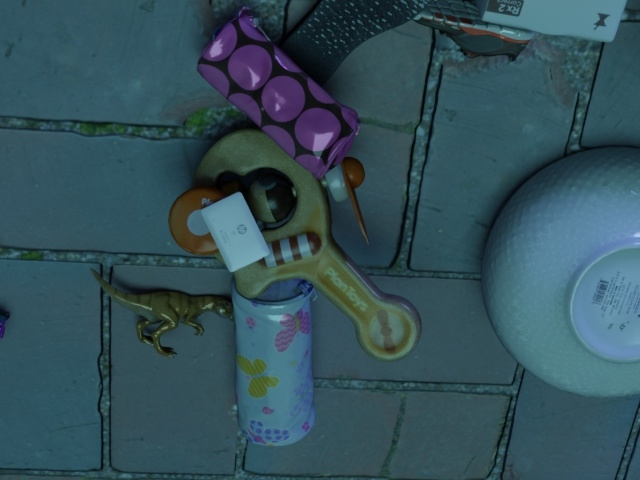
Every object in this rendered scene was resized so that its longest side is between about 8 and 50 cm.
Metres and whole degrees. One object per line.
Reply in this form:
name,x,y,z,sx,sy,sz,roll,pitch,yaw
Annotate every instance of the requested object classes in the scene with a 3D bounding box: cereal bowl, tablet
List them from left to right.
tablet,-0.101,-0.010,1.483,0.054,0.006,0.083,-25,97,4
cereal bowl,0.383,0.058,1.617,0.338,0.141,0.339,-1,110,-3

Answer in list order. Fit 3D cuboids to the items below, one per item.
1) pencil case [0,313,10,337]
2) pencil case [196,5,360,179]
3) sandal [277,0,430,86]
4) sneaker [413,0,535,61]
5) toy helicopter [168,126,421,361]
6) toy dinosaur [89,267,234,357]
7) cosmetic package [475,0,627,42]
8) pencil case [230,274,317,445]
pencil case,-0.495,0.097,1.678,0.151,0.065,0.070,30,133,-23
pencil case,-0.045,-0.172,1.466,0.209,0.095,0.098,42,100,-2
sandal,0.038,-0.272,1.475,0.254,0.054,0.097,-34,112,29
sneaker,0.174,-0.244,1.495,0.157,0.061,0.065,12,131,-10
toy helicopter,0.000,0.000,1.552,0.355,0.140,0.235,45,97,-1
toy dinosaur,-0.224,0.094,1.708,0.211,0.064,0.112,8,106,-20
cosmetic package,0.250,-0.330,1.363,0.151,0.184,0.152,7,124,-9
pencil case,-0.061,0.151,1.717,0.113,0.124,0.273,15,126,20
